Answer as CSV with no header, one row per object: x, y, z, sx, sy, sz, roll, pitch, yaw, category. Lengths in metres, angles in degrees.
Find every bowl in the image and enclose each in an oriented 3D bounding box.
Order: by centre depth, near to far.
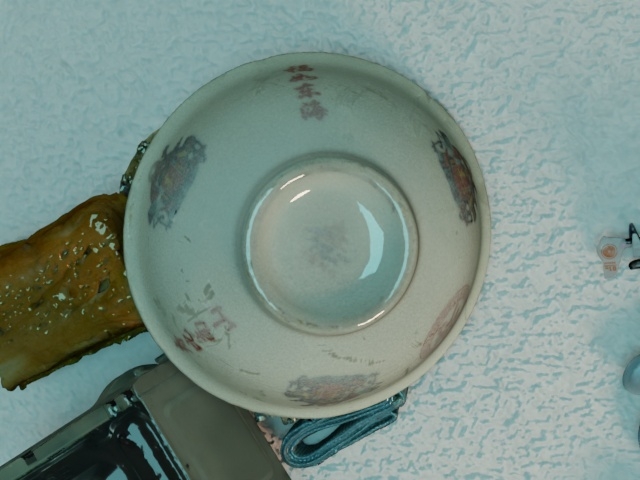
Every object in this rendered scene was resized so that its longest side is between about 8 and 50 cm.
0.000,0.000,1.253,0.435,0.196,0.434,0,93,-7,bowl

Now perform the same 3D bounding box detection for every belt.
0.020,0.208,1.417,0.179,0.065,0.100,-29,97,14,belt

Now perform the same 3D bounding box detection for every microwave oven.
-0.229,0.295,1.398,0.295,0.181,0.237,-33,87,29,microwave oven

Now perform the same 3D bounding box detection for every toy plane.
0.409,-0.003,1.291,0.197,0.053,0.078,-8,103,12,toy plane

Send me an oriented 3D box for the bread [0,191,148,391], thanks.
-0.347,0.081,1.452,0.380,0.109,0.185,-23,101,29,bread

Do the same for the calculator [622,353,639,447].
0.476,0.229,1.305,0.303,0.042,0.188,44,106,6,calculator

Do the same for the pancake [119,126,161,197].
-0.121,-0.024,1.430,0.282,0.049,0.282,2,97,15,pancake
